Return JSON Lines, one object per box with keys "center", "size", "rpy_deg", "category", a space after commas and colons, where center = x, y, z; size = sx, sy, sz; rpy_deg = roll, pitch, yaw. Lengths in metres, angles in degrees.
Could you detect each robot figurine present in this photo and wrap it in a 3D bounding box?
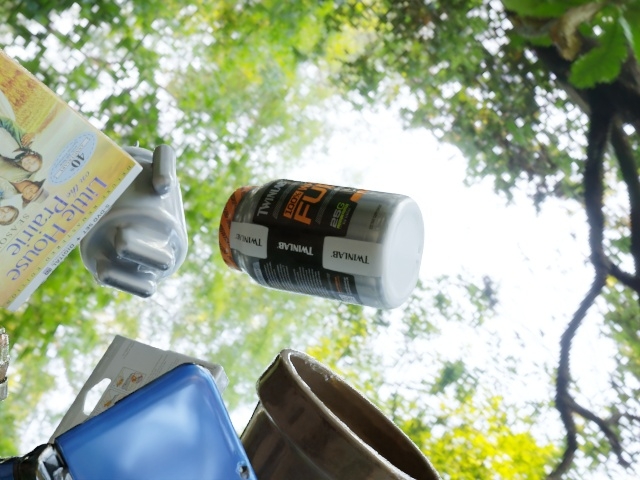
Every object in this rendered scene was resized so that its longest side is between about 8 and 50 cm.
{"center": [-0.365, -0.046, 1.912], "size": [0.300, 0.200, 0.353], "rpy_deg": [-48, -146, 24], "category": "robot figurine"}

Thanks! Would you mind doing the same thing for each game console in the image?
{"center": [-0.191, 0.290, 0.904], "size": [0.250, 0.293, 0.173], "rpy_deg": [-15, -166, 26], "category": "game console"}

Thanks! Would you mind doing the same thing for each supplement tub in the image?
{"center": [0.000, 0.000, 1.664], "size": [0.316, 0.193, 0.193], "rpy_deg": [8, -114, 25], "category": "supplement tub"}

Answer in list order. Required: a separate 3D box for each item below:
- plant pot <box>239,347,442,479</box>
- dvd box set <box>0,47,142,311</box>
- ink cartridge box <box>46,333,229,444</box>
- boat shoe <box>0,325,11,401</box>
{"center": [-0.018, 0.296, 1.182], "size": [0.229, 0.263, 0.263], "rpy_deg": [-50, -140, 2], "category": "plant pot"}
{"center": [-0.458, -0.084, 1.356], "size": [0.062, 0.420, 0.307], "rpy_deg": [40, -93, 28], "category": "dvd box set"}
{"center": [-0.336, 0.323, 1.818], "size": [0.239, 0.060, 0.275], "rpy_deg": [13, -125, 23], "category": "ink cartridge box"}
{"center": [-0.565, 0.157, 1.291], "size": [0.111, 0.307, 0.104], "rpy_deg": [-157, -111, -63], "category": "boat shoe"}
